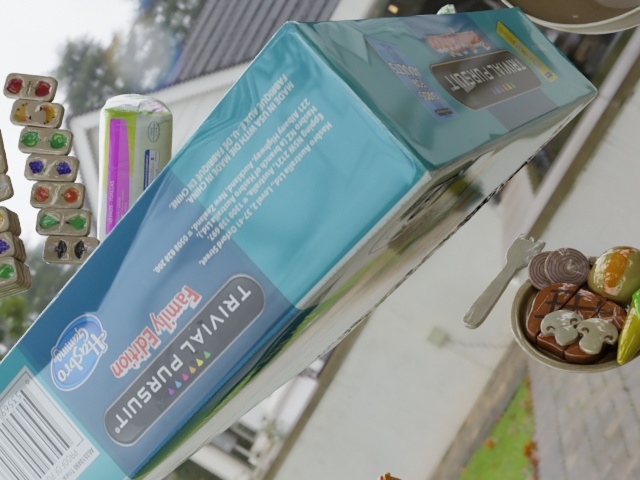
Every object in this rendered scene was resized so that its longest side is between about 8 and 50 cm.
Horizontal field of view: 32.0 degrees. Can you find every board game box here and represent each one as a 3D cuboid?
[{"bbox_3d":[0.000,0.000,0.576,0.254,0.079,0.336,-46,-8,25],"label":"board game box"}]

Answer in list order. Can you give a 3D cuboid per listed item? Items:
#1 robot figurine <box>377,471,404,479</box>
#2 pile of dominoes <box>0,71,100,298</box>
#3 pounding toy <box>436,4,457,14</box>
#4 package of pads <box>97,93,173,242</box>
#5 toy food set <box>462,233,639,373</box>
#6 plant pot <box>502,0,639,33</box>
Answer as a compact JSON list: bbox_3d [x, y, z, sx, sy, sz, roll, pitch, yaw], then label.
[{"bbox_3d":[0.164,0.361,1.155,0.085,0.291,0.211,-43,27,39],"label":"robot figurine"},{"bbox_3d":[-0.349,-0.064,1.162,0.196,0.251,0.040,-18,-17,3],"label":"pile of dominoes"},{"bbox_3d":[0.180,-0.239,1.653,0.110,0.183,0.237,-19,-7,12],"label":"pounding toy"},{"bbox_3d":[-0.275,-0.097,1.637,0.296,0.101,0.229,-138,51,-77],"label":"package of pads"},{"bbox_3d":[0.218,0.051,0.913,0.132,0.192,0.038,-49,-38,-28],"label":"toy food set"},{"bbox_3d":[0.351,-0.372,1.349,0.191,0.284,0.284,12,-69,-60],"label":"plant pot"}]
